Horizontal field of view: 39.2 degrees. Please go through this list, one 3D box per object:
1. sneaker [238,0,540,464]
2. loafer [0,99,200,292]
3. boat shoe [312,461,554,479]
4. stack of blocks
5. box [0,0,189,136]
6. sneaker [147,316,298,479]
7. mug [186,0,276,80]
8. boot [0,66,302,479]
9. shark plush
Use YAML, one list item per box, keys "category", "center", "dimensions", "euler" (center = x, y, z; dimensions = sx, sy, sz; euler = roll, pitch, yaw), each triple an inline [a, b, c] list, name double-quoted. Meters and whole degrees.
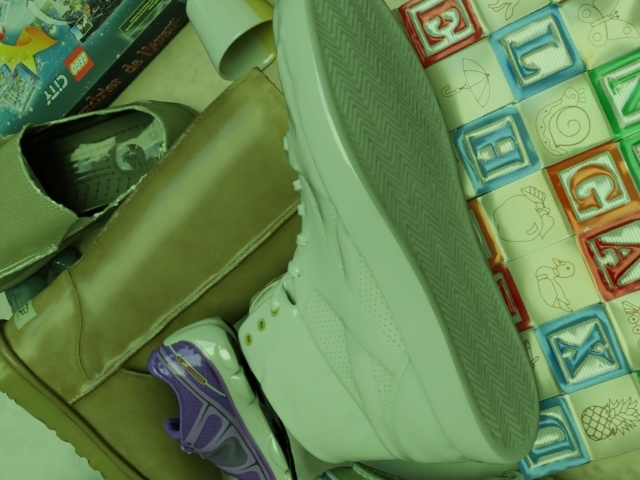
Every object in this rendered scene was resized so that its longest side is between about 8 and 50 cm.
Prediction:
- category: "sneaker"
  center: [0.000, 0.000, 0.531]
  dimensions: [0.169, 0.108, 0.293]
  euler: [-18, 92, 42]
- category: "loafer"
  center: [-0.209, -0.037, 0.651]
  dimensions: [0.268, 0.092, 0.102]
  euler: [-28, 80, -3]
- category: "boat shoe"
  center: [0.139, 0.201, 0.588]
  dimensions: [0.302, 0.109, 0.094]
  euler: [19, 84, 11]
- category: "stack of blocks"
  center: [0.153, -0.026, 0.558]
  dimensions: [0.171, 0.087, 0.297]
  euler: [-24, 86, 21]
- category: "box"
  center: [-0.209, -0.181, 0.707]
  dimensions: [0.233, 0.044, 0.159]
  euler: [-41, 80, 19]
- category: "sneaker"
  center: [-0.063, 0.128, 0.603]
  dimensions: [0.071, 0.068, 0.170]
  euler: [-22, 111, 2]
- category: "mug"
  center: [-0.059, -0.161, 0.652]
  dimensions: [0.064, 0.078, 0.062]
  euler: [53, 141, 17]
- category: "boot"
  center: [-0.068, 0.053, 0.638]
  dimensions: [0.269, 0.089, 0.236]
  euler: [-42, 122, 1]
- category: "shark plush"
  center: [-0.245, -0.007, 0.723]
  dimensions: [0.073, 0.067, 0.161]
  euler: [-18, 88, 22]
